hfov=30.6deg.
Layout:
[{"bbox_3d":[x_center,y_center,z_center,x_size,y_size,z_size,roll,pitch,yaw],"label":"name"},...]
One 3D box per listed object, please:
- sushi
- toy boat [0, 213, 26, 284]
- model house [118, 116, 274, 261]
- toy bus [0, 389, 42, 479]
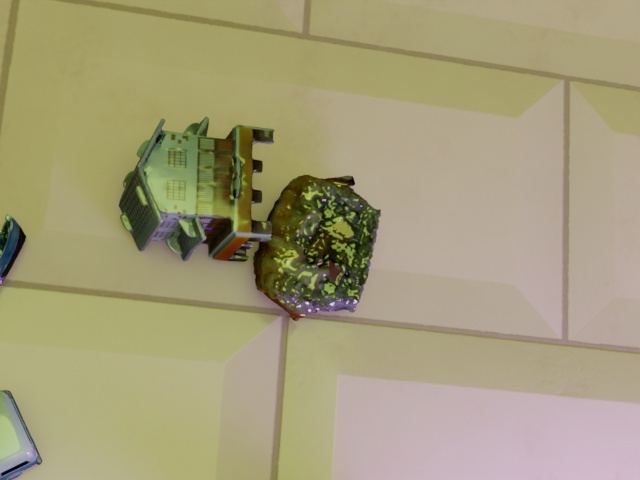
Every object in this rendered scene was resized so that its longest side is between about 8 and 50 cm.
[{"bbox_3d":[0.000,0.000,1.912,0.184,0.139,0.274,19,79,-10],"label":"sushi"},{"bbox_3d":[-0.512,0.024,1.826,0.061,0.060,0.137,36,73,-25],"label":"toy boat"},{"bbox_3d":[-0.199,-0.077,1.848,0.215,0.224,0.199,6,77,-16],"label":"model house"},{"bbox_3d":[-0.552,0.322,1.685,0.271,0.165,0.133,-25,83,-18],"label":"toy bus"}]
